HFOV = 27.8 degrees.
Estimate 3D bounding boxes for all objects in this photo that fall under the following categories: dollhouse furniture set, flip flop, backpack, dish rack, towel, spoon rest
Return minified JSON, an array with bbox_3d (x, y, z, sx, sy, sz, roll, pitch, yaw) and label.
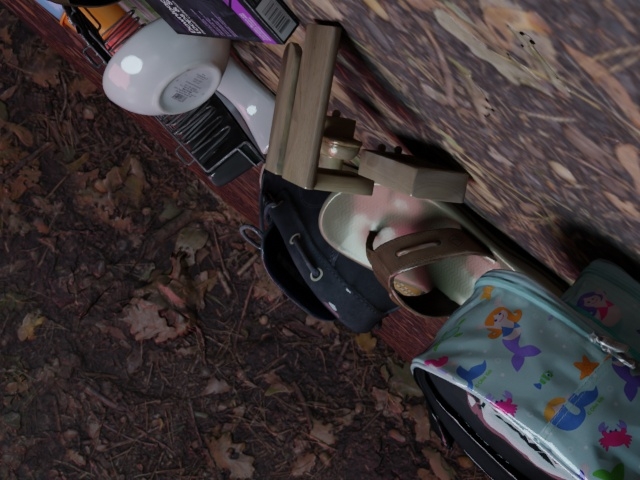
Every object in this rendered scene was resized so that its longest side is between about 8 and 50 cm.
[{"bbox_3d":[0.043,-0.105,1.059,0.151,0.123,0.144,6,-171,-22],"label":"dollhouse furniture set"},{"bbox_3d":[0.107,0.032,1.170,0.277,0.080,0.112,36,130,23],"label":"flip flop"},{"bbox_3d":[0.196,0.128,0.952,0.253,0.191,0.225,32,169,20],"label":"backpack"},{"bbox_3d":[-0.189,-0.187,1.471,0.271,0.074,0.208,48,-178,-28],"label":"dish rack"},{"bbox_3d":[-0.201,-0.272,1.512,0.113,0.023,0.152,41,173,-22],"label":"towel"},{"bbox_3d":[-0.119,-0.163,1.317,0.084,0.137,0.276,57,-165,24],"label":"spoon rest"}]

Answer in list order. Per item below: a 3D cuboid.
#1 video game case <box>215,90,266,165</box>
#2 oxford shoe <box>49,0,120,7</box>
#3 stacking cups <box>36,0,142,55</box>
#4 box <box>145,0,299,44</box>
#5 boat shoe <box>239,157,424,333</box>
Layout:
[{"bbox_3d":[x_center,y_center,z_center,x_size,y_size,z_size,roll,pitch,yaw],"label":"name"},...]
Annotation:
[{"bbox_3d":[-0.171,-0.202,1.833,0.193,0.023,0.212,40,174,17],"label":"video game case"},{"bbox_3d":[-0.248,-0.242,1.078,0.096,0.083,0.227,28,-161,37],"label":"oxford shoe"},{"bbox_3d":[-0.325,-0.330,1.639,0.316,0.096,0.096,37,175,-4],"label":"stacking cups"},{"bbox_3d":[-0.105,-0.212,1.070,0.162,0.029,0.116,17,158,51],"label":"box"},{"bbox_3d":[0.000,0.000,1.549,0.187,0.156,0.500,41,176,-17],"label":"boat shoe"}]
